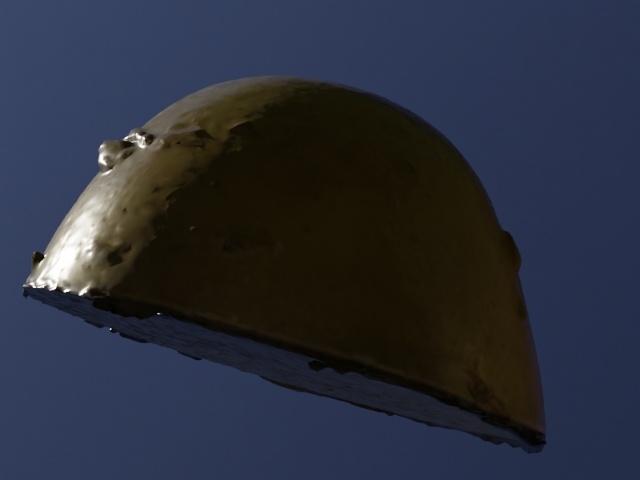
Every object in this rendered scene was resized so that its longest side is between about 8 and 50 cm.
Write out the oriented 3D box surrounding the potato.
[{"bbox_3d":[0.000,0.000,0.613,0.202,0.182,0.117,15,-101,7],"label":"potato"}]
